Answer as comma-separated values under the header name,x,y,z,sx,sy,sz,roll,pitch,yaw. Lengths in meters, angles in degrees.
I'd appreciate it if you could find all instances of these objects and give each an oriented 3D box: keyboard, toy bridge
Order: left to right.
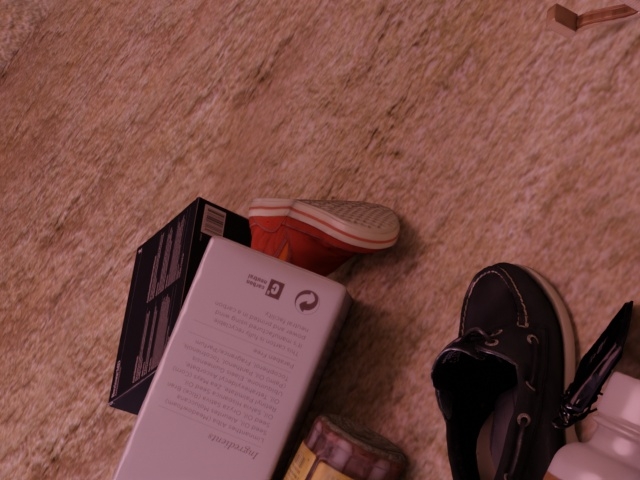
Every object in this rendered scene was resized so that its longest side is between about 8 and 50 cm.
name,x,y,z,sx,sy,sz,roll,pitch,yaw
keyboard,0.241,0.110,1.340,0.100,0.038,0.192,-54,-7,14
toy bridge,0.302,-0.247,1.572,0.188,0.063,0.026,-34,39,52

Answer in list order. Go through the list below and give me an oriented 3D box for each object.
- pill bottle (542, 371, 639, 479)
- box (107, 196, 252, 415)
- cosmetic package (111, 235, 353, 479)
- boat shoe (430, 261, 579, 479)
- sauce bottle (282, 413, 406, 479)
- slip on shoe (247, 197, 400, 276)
name,x,y,z,sx,sy,sz,roll,pitch,yaw
pill bottle,0.225,0.224,1.224,0.229,0.131,0.131,-65,24,-1
box,-0.192,0.100,2.211,0.184,0.103,0.261,-33,41,46
cosmetic package,-0.121,0.237,1.779,0.230,0.162,0.453,64,-132,-83
boat shoe,0.156,0.138,1.462,0.127,0.113,0.340,-44,32,40
sauce bottle,-0.032,0.349,1.655,0.344,0.111,0.111,-62,25,7
slip on shoe,0.000,0.000,1.918,0.331,0.123,0.101,-177,90,-65
